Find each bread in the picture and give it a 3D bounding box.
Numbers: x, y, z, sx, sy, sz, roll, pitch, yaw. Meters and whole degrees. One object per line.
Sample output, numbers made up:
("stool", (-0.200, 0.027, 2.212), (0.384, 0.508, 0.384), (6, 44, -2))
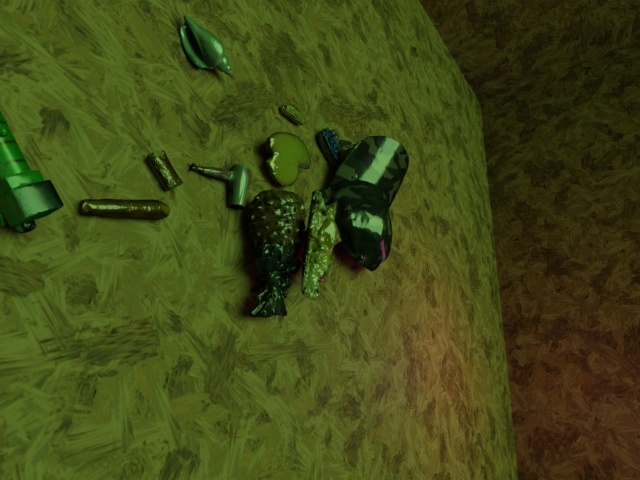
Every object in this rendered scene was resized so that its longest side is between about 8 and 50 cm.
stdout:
("bread", (-0.098, -0.223, 1.244), (0.188, 0.065, 0.149), (-6, 92, -57))
("bread", (-0.325, -0.146, 0.922), (0.083, 0.036, 0.047), (63, 21, -14))

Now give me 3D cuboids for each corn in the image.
("corn", (-0.083, -0.382, 1.341), (0.092, 0.037, 0.037), (31, 53, -47))

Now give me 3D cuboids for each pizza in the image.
("pizza", (0.000, 0.000, 1.129), (0.323, 0.090, 0.222), (-89, -171, -62))

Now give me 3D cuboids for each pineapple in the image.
("pineapple", (-0.116, 0.032, 1.053), (0.170, 0.141, 0.309), (60, 34, -70))

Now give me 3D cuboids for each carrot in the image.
("carrot", (-0.366, -0.060, 0.833), (0.171, 0.042, 0.042), (-1, 78, -50))

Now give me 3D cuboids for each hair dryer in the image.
("hair dryer", (-0.238, -0.145, 1.042), (0.154, 0.054, 0.106), (22, 64, -36))

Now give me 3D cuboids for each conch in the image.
("conch", (-0.282, -0.466, 1.094), (0.180, 0.088, 0.065), (45, 1, -25))

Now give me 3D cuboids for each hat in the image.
("hat", (0.189, -0.127, 1.416), (0.366, 0.381, 0.257), (33, 10, -41))

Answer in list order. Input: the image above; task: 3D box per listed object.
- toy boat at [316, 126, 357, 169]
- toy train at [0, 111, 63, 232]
("toy boat", (0.071, -0.297, 1.452), (0.174, 0.110, 0.091), (62, 34, -19))
("toy train", (-0.476, -0.133, 0.643), (0.085, 0.119, 0.251), (-35, 107, -52))
